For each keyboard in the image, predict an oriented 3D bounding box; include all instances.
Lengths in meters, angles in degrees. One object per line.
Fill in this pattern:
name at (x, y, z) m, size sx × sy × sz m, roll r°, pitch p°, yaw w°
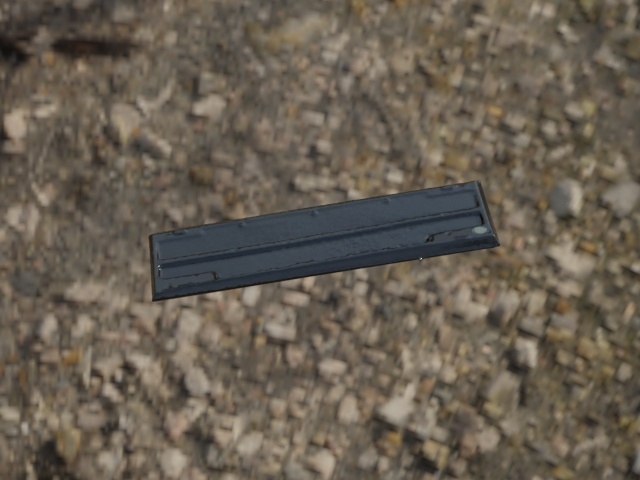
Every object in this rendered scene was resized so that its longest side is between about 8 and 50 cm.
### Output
keyboard at (0.000, 0.000, 0.956) m, size 0.198 × 0.010 × 0.064 m, roll -9°, pitch 38°, yaw -1°
